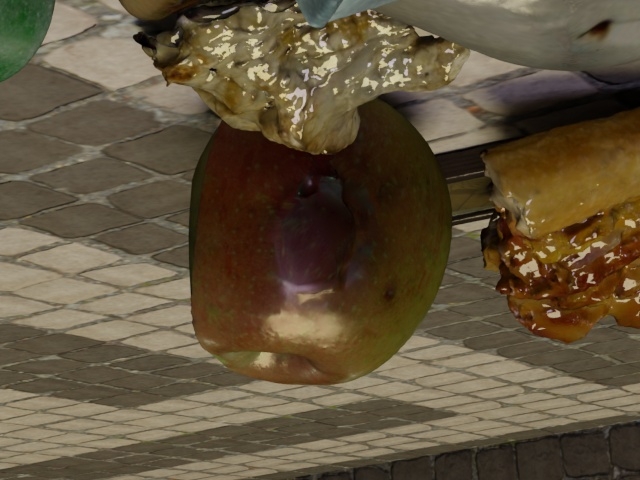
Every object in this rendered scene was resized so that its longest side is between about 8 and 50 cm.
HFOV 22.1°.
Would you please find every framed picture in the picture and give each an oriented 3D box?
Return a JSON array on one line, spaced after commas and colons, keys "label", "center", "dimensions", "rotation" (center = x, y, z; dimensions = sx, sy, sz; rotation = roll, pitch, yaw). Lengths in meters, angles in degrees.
[{"label": "framed picture", "center": [0.136, -0.046, 1.314], "dimensions": [0.168, 0.023, 0.128], "rotation": [-11, 163, 21]}]

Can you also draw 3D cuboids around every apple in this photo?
[{"label": "apple", "center": [0.000, 0.000, 1.138], "dimensions": [0.174, 0.188, 0.207], "rotation": [-10, 161, 34]}]

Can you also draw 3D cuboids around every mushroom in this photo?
[{"label": "mushroom", "center": [0.062, -0.158, 0.770], "dimensions": [0.329, 0.122, 0.159], "rotation": [0, 127, -21]}]

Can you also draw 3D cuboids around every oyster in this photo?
[{"label": "oyster", "center": [-0.008, -0.102, 0.980], "dimensions": [0.191, 0.081, 0.163], "rotation": [-13, 158, 16]}]

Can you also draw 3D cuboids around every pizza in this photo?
[{"label": "pizza", "center": [0.243, -0.013, 1.259], "dimensions": [0.278, 0.114, 0.409], "rotation": [-34, 151, 31]}]

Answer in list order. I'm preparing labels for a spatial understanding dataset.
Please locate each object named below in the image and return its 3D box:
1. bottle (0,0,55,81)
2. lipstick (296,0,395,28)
[{"label": "bottle", "center": [-0.251, -0.130, 0.669], "dimensions": [0.093, 0.093, 0.330], "rotation": [-15, 167, 32]}, {"label": "lipstick", "center": [0.127, -0.162, 0.612], "dimensions": [0.317, 0.066, 0.068], "rotation": [-21, 167, -25]}]
